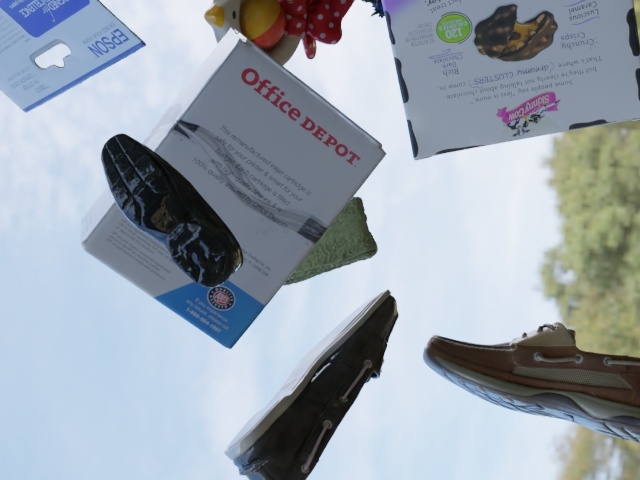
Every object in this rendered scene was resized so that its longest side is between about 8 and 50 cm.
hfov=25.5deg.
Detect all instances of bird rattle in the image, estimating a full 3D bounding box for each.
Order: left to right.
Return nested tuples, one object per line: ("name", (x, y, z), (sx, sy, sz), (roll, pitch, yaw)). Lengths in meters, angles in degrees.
("bird rattle", (-0.075, -0.324, 1.960), (0.207, 0.143, 0.253), (-58, -36, -21))

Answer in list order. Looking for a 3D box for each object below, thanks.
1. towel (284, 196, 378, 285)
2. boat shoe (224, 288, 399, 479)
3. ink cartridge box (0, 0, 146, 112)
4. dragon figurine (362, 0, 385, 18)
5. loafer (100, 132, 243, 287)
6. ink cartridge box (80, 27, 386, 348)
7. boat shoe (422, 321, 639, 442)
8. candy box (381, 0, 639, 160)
("towel", (0.000, 0.000, 1.975), (0.027, 0.148, 0.110), (64, -171, -56))
("boat shoe", (0.010, 0.190, 1.747), (0.095, 0.112, 0.335), (49, -129, -4))
("ink cartridge box", (-0.341, -0.280, 1.420), (0.307, 0.304, 0.072), (40, -118, -23))
("dragon figurine", (0.090, -0.383, 1.870), (0.144, 0.085, 0.289), (-45, -13, 3))
("loafer", (-0.137, -0.029, 1.309), (0.170, 0.062, 0.061), (52, -161, 3))
("ink cartridge box", (-0.107, -0.064, 1.690), (0.307, 0.223, 0.129), (-51, 17, 6))
("boat shoe", (0.296, 0.167, 1.832), (0.123, 0.324, 0.116), (65, -139, -75))
("candy box", (0.126, -0.168, 0.963), (0.070, 0.165, 0.196), (-74, -27, -71))
